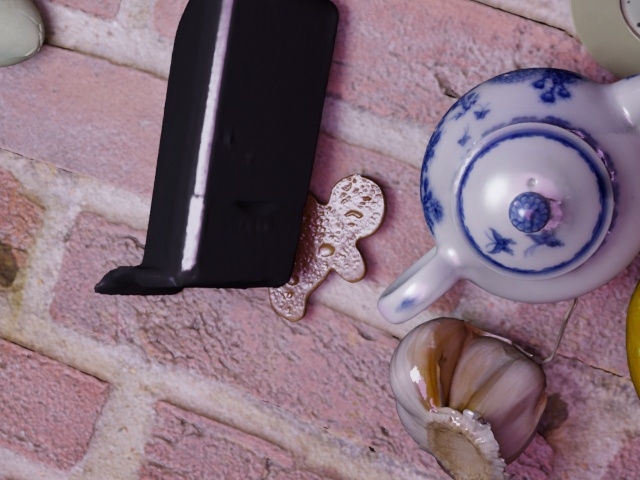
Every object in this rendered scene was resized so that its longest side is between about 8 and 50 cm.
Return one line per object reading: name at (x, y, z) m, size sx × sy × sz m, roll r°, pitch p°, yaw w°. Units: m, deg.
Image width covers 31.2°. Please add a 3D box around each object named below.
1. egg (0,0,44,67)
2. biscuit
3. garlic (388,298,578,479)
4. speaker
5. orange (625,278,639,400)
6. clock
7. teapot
egg at (-0.402, -0.265, 1.367) m, size 0.152 × 0.114 × 0.114 m, roll 28°, pitch 107°, yaw 3°
biscuit at (0.000, 0.000, 1.387) m, size 0.205 × 0.031 × 0.138 m, roll -44°, pitch 85°, yaw 19°
garlic at (0.198, 0.172, 1.286) m, size 0.257 × 0.207 × 0.207 m, roll -37°, pitch 93°, yaw 27°
speaker at (-0.126, -0.104, 1.322) m, size 0.184 × 0.180 × 0.388 m, roll 16°, pitch 98°, yaw 42°
orange at (0.456, 0.103, 1.202) m, size 0.235 × 0.279 × 0.279 m, roll 18°, pitch 108°, yaw -23°
clock at (0.380, -0.259, 1.198) m, size 0.235 × 0.029 × 0.235 m, roll 11°, pitch 133°, yaw 12°
teapot at (0.224, -0.050, 1.200) m, size 0.424 × 0.280 × 0.252 m, roll -39°, pitch 91°, yaw 18°
